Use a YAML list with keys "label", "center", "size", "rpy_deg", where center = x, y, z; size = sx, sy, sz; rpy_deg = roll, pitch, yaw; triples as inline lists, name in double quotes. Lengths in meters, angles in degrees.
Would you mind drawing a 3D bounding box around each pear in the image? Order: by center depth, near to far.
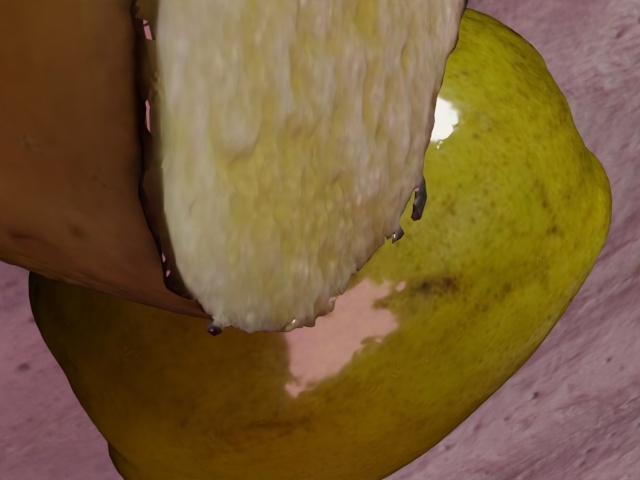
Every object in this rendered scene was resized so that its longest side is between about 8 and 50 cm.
- label: "pear"
  center: [0.000, 0.000, 0.641]
  size: [0.307, 0.253, 0.253]
  rpy_deg: [-28, 138, -3]

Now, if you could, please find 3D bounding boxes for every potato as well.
- label: "potato"
  center: [-0.101, -0.117, 0.446]
  size: [0.289, 0.237, 0.301]
  rpy_deg: [39, 58, -61]
